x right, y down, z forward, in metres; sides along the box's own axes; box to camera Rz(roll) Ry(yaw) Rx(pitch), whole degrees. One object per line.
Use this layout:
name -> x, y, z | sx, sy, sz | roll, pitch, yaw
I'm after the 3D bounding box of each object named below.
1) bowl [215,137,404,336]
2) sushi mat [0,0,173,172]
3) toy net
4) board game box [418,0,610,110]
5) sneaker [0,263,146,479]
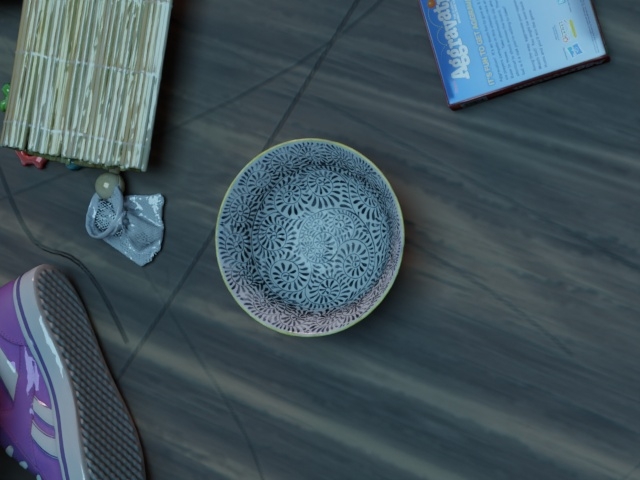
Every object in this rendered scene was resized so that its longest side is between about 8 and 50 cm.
bowl -> 0.000, 0.000, 1.046 | 0.170, 0.080, 0.170 | -1, 85, 17
sushi mat -> -0.208, -0.226, 1.104 | 0.151, 0.019, 0.317 | 9, 90, 11
toy net -> -0.233, -0.075, 1.138 | 0.122, 0.045, 0.232 | -29, 79, 12
board game box -> 0.146, -0.270, 1.049 | 0.145, 0.027, 0.281 | -16, 82, 13
sneaker -> -0.267, 0.182, 1.110 | 0.161, 0.102, 0.282 | -29, 68, 16
